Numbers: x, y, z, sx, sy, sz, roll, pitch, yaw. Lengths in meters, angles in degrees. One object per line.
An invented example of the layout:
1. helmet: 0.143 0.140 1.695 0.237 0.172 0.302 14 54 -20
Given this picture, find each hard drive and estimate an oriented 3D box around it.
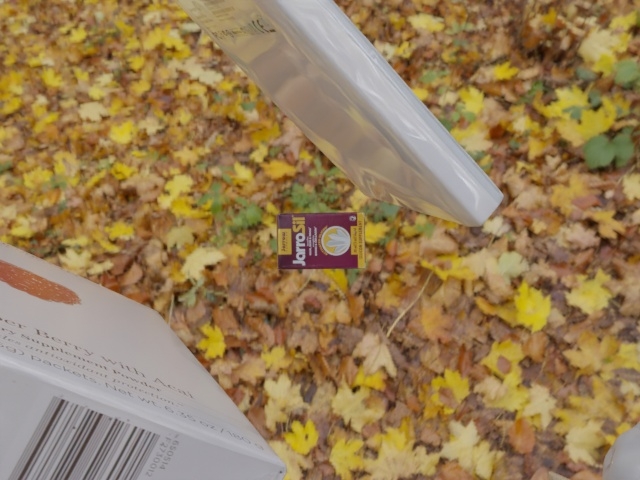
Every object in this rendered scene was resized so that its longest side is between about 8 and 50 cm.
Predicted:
1. hard drive: -0.011 -0.155 0.696 0.353 0.233 0.047 43 82 -25

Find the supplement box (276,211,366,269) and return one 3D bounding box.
1. supplement box: 0.000 0.000 0.729 0.083 0.043 0.055 -2 91 -3

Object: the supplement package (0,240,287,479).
1. supplement package: -0.179 0.119 0.449 0.177 0.293 0.175 29 87 -26

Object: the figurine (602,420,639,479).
1. figurine: 0.129 0.146 0.290 0.092 0.215 0.209 26 82 17

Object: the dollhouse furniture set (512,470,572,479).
1. dollhouse furniture set: 0.335 0.415 0.674 0.362 0.394 0.256 8 4 -43
